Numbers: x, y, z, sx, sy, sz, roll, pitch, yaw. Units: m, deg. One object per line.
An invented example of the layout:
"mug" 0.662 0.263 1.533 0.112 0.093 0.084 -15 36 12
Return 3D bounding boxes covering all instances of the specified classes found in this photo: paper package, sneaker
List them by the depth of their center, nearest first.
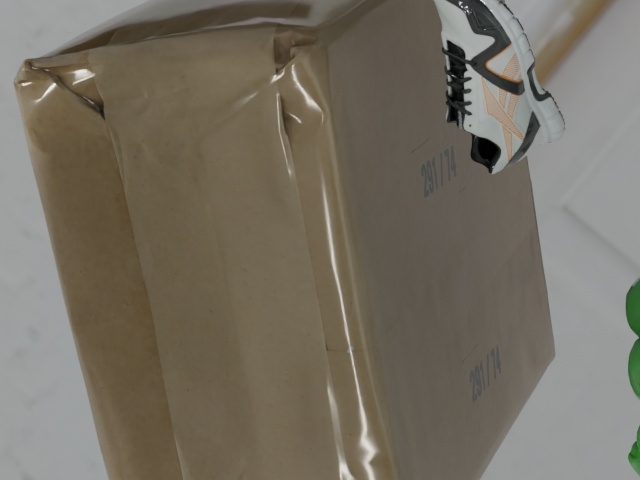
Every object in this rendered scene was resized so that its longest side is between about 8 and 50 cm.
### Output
"sneaker" 0.072 -0.072 0.785 0.040 0.044 0.109 44 170 52
"paper package" 0.000 0.000 0.997 0.325 0.168 0.309 -46 -51 -62

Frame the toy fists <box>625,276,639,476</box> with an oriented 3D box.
"toy fists" 0.211 0.123 0.762 0.142 0.096 0.279 -22 -85 -45
